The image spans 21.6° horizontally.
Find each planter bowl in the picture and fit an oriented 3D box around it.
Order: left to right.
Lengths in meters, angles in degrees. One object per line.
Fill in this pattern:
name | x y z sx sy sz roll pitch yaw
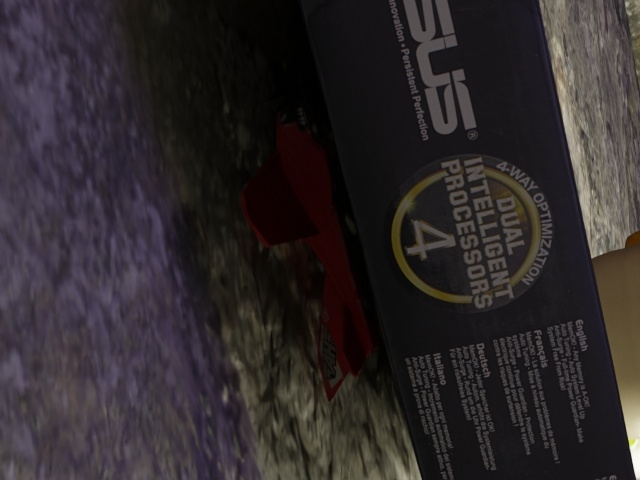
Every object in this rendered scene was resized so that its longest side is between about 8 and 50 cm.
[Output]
planter bowl | 0.228 0.089 1.367 0.162 0.109 0.162 -10 90 -75

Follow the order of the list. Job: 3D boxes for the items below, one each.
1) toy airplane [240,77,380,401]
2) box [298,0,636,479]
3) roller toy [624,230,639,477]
toy airplane | 0.000 0.000 0.759 0.151 0.028 0.151 -10 90 -76
box | 0.066 -0.004 0.782 0.318 0.097 0.395 -89 165 -67
roller toy | 0.300 0.117 1.535 0.191 0.146 0.209 60 25 -52
